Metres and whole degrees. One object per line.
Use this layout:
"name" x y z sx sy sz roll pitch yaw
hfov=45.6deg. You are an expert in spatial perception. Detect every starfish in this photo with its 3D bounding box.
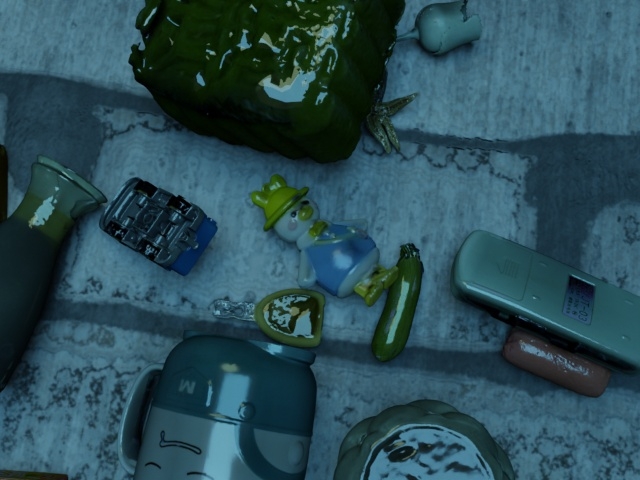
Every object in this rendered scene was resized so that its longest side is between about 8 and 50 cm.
"starfish" 0.078 -0.208 1.185 0.130 0.041 0.133 14 89 -3

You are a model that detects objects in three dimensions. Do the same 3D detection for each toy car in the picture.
"toy car" -0.228 -0.014 1.107 0.191 0.100 0.097 25 76 39

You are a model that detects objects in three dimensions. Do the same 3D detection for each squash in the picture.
"squash" 0.118 0.091 1.122 0.052 0.052 0.183 17 76 3

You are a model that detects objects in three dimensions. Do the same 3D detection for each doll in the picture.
"doll" 0.000 0.000 1.116 0.241 0.099 0.135 42 93 6

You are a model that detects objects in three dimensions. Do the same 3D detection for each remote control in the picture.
"remote control" 0.331 0.087 1.099 0.296 0.056 0.140 23 45 5

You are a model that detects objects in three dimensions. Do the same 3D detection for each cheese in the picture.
"cheese" -0.076 0.108 1.121 0.162 0.036 0.086 7 77 0

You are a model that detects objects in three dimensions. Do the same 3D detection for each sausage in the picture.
"sausage" 0.340 0.174 1.100 0.154 0.062 0.062 23 79 4

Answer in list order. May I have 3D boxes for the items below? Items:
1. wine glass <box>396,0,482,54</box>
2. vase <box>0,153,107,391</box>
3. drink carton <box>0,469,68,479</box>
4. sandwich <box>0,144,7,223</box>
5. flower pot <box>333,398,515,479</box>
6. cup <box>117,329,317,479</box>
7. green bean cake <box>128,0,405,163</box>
"wine glass" 0.151 -0.323 1.195 0.195 0.079 0.079 -16 79 -4
"vase" -0.440 0.040 1.075 0.173 0.173 0.321 28 72 5
"drink carton" -0.469 0.349 1.034 0.223 0.096 0.071 3 78 1
"sandwich" -0.515 -0.058 1.160 0.079 0.113 0.163 -3 113 -2
"flower pot" 0.131 0.330 0.987 0.246 0.195 0.246 -1 69 2
"cup" -0.148 0.257 1.013 0.290 0.219 0.257 3 75 33
"green bean cake" -0.069 -0.302 1.082 0.319 0.218 0.335 12 83 21
